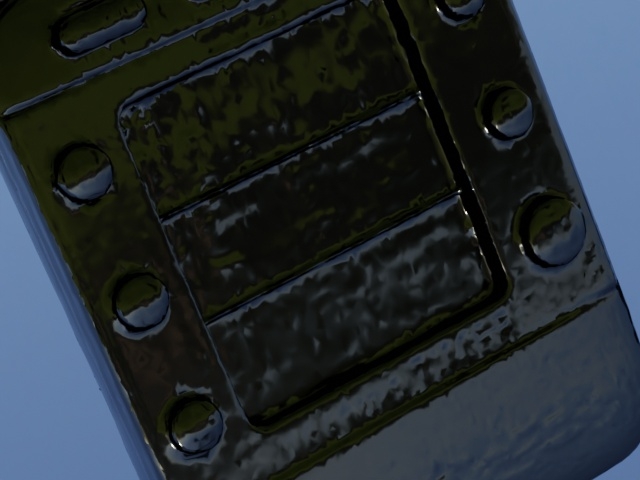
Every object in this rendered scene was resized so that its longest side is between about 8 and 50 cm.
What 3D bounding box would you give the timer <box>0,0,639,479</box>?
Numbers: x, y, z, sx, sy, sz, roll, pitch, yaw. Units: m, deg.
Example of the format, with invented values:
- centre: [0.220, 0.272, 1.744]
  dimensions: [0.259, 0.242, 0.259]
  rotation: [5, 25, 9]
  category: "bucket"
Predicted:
- centre: [0.000, 0.000, 0.491]
  dimensions: [0.144, 0.187, 0.055]
  rotation: [-27, -166, -19]
  category: "timer"
